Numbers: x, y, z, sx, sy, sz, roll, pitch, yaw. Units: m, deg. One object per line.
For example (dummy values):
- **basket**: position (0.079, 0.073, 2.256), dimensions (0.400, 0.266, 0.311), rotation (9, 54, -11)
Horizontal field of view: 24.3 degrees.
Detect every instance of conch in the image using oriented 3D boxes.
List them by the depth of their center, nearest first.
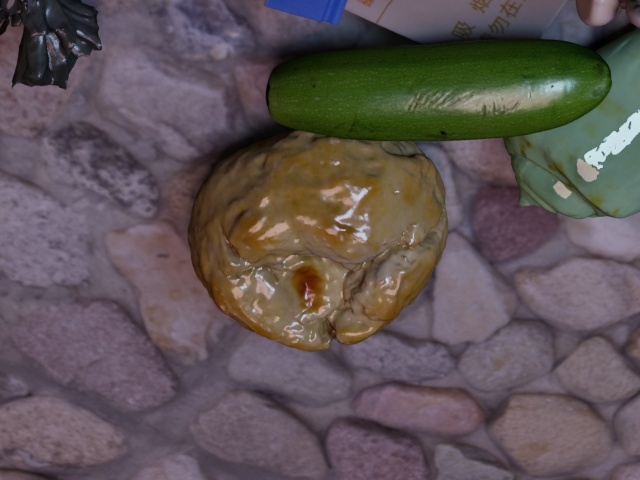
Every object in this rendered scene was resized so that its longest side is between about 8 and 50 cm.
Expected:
- **conch**: position (0.276, -0.107, 1.293), dimensions (0.250, 0.137, 0.143), rotation (-32, 96, -2)

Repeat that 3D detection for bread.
- **bread**: position (0.000, 0.000, 1.337), dimensions (0.244, 0.134, 0.244), rotation (-1, 130, -2)

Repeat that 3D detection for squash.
- **squash**: position (0.091, -0.122, 1.225), dimensions (0.292, 0.082, 0.082), rotation (-1, 128, 12)

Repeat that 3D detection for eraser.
- **eraser**: position (-0.003, -0.217, 1.176), dimensions (0.063, 0.027, 0.085), rotation (14, 129, -10)

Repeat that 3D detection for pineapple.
- **pineapple**: position (-0.241, -0.236, 1.161), dimensions (0.128, 0.128, 0.248), rotation (-7, 131, 3)

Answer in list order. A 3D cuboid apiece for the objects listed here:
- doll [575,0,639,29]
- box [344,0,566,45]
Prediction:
- **doll**: position (0.323, -0.213, 1.153), dimensions (0.278, 0.154, 0.119), rotation (-14, 129, -19)
- **box**: position (0.046, -0.280, 1.177), dimensions (0.365, 0.051, 0.204), rotation (22, 126, -17)
